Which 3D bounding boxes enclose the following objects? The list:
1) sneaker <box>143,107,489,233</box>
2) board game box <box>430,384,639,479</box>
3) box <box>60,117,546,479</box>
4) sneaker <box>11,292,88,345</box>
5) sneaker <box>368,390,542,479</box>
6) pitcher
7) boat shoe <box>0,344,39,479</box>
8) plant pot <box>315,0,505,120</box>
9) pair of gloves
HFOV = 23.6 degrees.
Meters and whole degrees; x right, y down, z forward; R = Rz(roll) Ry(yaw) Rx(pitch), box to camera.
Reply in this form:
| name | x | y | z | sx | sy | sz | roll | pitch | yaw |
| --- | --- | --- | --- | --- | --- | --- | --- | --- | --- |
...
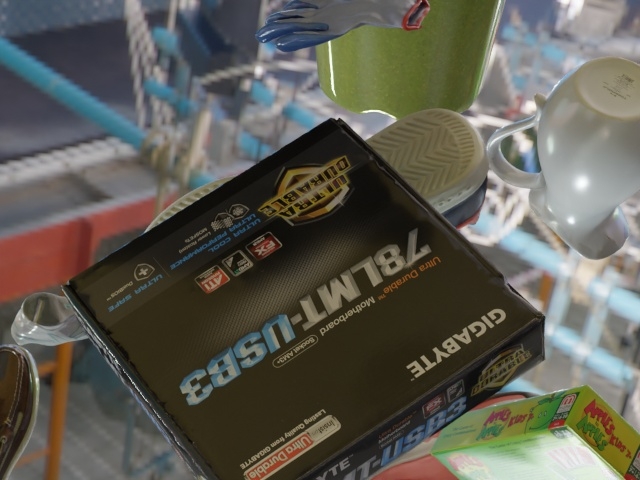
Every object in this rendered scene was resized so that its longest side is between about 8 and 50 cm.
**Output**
| name | x | y | z | sx | sy | sz | roll | pitch | yaw |
| --- | --- | --- | --- | --- | --- | --- | --- | --- | --- |
| sneaker | 0.000 | 0.000 | 1.466 | 0.350 | 0.148 | 0.131 | -18 | -120 | 2 |
| board game box | 0.182 | 0.176 | 1.263 | 0.092 | 0.181 | 0.043 | 43 | -122 | -15 |
| box | -0.018 | 0.066 | 1.268 | 0.295 | 0.073 | 0.293 | -32 | -129 | -15 |
| sneaker | -0.278 | 0.088 | 1.713 | 0.152 | 0.061 | 0.054 | 2 | -126 | -40 |
| sneaker | 0.171 | 0.292 | 1.878 | 0.313 | 0.116 | 0.136 | -19 | -118 | -22 |
| pitcher | 0.254 | -0.097 | 1.547 | 0.177 | 0.207 | 0.125 | 30 | -123 | 16 |
| boat shoe | -0.427 | 0.253 | 1.938 | 0.095 | 0.257 | 0.095 | 8 | 167 | 17 |
| plant pot | 0.092 | -0.274 | 1.610 | 0.276 | 0.254 | 0.276 | 3 | -147 | -2 |
| pair of gloves | 0.042 | -0.214 | 1.306 | 0.159 | 0.023 | 0.198 | 2 | -144 | 31 |
